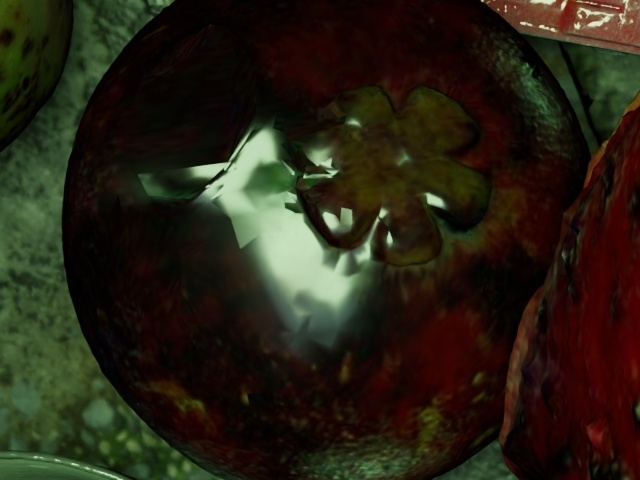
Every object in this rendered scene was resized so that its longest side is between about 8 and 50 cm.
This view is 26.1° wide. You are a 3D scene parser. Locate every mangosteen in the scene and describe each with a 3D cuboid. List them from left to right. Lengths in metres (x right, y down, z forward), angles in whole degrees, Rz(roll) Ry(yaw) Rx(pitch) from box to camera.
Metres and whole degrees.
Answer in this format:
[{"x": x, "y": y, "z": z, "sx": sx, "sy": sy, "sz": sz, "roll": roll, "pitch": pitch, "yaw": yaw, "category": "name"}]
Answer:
[{"x": -0.001, "y": -0.004, "z": 0.745, "sx": 0.311, "sy": 0.311, "sz": 0.311, "roll": 2, "pitch": 104, "yaw": 9, "category": "mangosteen"}]

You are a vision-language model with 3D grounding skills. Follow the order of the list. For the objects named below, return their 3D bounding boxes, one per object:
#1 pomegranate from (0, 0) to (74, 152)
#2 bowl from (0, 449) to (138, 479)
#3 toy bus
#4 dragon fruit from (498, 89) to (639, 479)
[{"x": -0.299, "y": -0.149, "z": 0.799, "sx": 0.306, "sy": 0.242, "sz": 0.242, "roll": 9, "pitch": 105, "yaw": 13, "category": "pomegranate"}, {"x": -0.166, "y": 0.272, "z": 0.915, "sx": 0.337, "sy": 0.157, "sz": 0.337, "roll": 2, "pitch": 103, "yaw": 8, "category": "bowl"}, {"x": 0.131, "y": -0.146, "z": 0.807, "sx": 0.192, "sy": 0.077, "sz": 0.065, "roll": 11, "pitch": 108, "yaw": 8, "category": "toy bus"}, {"x": 0.253, "y": 0.012, "z": 0.556, "sx": 0.329, "sy": 0.286, "sz": 0.228, "roll": -1, "pitch": 87, "yaw": -9, "category": "dragon fruit"}]
